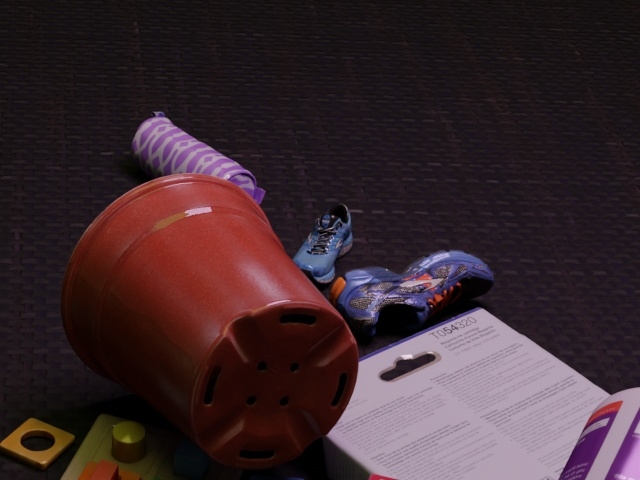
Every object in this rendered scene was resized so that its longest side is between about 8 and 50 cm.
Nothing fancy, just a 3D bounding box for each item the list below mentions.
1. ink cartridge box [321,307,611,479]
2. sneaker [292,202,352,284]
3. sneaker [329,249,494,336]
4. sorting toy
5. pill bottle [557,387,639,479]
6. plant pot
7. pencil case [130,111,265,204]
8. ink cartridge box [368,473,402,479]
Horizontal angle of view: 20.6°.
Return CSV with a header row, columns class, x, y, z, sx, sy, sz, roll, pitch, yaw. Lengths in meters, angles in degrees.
class,x,y,z,sx,sy,sz,roll,pitch,yaw
ink cartridge box,0.178,0.226,1.989,0.324,0.071,0.330,-21,39,-34
sneaker,0.000,0.000,2.323,0.063,0.073,0.162,13,32,11
sneaker,0.124,0.077,2.233,0.221,0.083,0.087,-13,49,-19
sorting toy,-0.186,0.251,1.899,0.347,0.047,0.196,12,32,10
pill bottle,0.301,0.308,1.738,0.181,0.181,0.323,19,46,19
plant pot,-0.108,0.100,1.918,0.272,0.272,0.265,-11,29,-27
pencil case,-0.178,-0.100,2.452,0.206,0.086,0.088,35,18,37
ink cartridge box,0.076,0.320,1.762,0.109,0.063,0.150,10,52,26
